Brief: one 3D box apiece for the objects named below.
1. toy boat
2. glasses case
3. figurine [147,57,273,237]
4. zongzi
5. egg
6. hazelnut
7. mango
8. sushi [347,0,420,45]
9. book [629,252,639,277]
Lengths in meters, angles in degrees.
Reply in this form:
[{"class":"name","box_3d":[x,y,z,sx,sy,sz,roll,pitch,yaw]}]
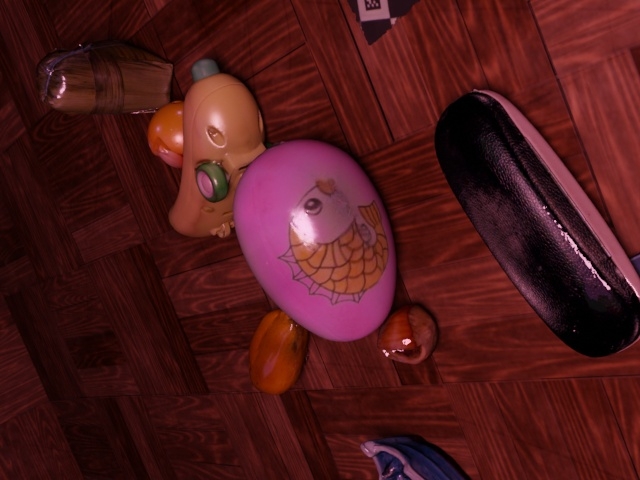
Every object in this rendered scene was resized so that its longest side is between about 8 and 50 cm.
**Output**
[{"class":"toy boat","box_3d":[0.161,0.400,1.127,0.309,0.143,0.129,52,143,15]},{"class":"glasses case","box_3d":[0.226,-0.019,0.859,0.314,0.075,0.122,58,152,14]},{"class":"figurine","box_3d":[-0.185,-0.129,1.254,0.222,0.124,0.324,53,145,14]},{"class":"zongzi","box_3d":[-0.387,-0.281,1.328,0.242,0.221,0.112,33,118,37]},{"class":"egg","box_3d":[0.000,0.000,1.055,0.196,0.196,0.271,-7,122,51]},{"class":"hazelnut","box_3d":[0.114,0.124,1.069,0.086,0.086,0.086,27,129,39]},{"class":"mango","box_3d":[-0.064,0.174,1.318,0.105,0.084,0.159,50,123,43]},{"class":"sushi","box_3d":[0.048,-0.396,0.883,0.264,0.050,0.289,-29,88,53]},{"class":"book","box_3d":[0.424,0.048,0.712,0.190,0.025,0.269,60,143,7]}]
